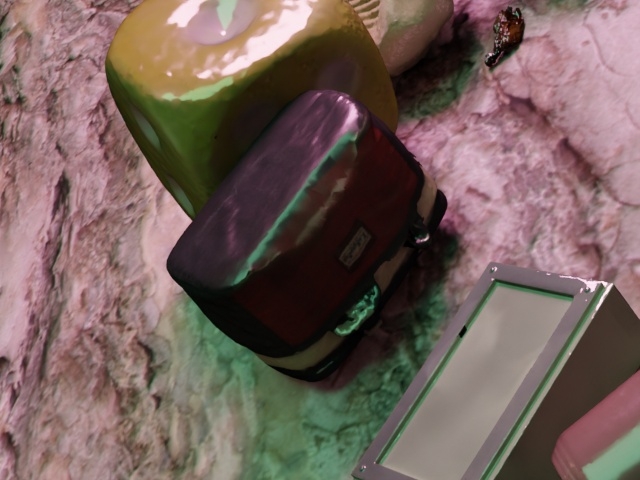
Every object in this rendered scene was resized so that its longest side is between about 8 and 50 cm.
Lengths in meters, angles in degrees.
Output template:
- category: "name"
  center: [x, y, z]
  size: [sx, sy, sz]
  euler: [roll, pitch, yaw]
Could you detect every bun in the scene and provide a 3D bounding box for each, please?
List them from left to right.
- category: "bun"
  center: [0.083, -0.282, 1.546]
  size: [0.231, 0.133, 0.231]
  euler: [-17, 70, 59]

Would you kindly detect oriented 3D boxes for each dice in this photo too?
- category: "dice"
  center: [-0.072, -0.149, 1.441]
  size: [0.238, 0.233, 0.227]
  euler: [-35, 44, -12]

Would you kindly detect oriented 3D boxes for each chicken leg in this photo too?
- category: "chicken leg"
  center: [0.203, -0.225, 1.475]
  size: [0.036, 0.021, 0.083]
  euler: [-3, 54, 32]

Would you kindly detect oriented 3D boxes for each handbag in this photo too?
- category: "handbag"
  center: [0.000, 0.000, 1.287]
  size: [0.181, 0.181, 0.254]
  euler: [17, 67, 53]

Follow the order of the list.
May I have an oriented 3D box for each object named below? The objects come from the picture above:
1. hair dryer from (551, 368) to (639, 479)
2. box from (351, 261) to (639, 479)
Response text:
- category: "hair dryer"
  center: [0.306, 0.187, 0.821]
  size: [0.210, 0.125, 0.352]
  euler: [-40, 39, 7]
- category: "box"
  center: [0.145, 0.133, 1.068]
  size: [0.129, 0.086, 0.225]
  euler: [10, 59, 51]
